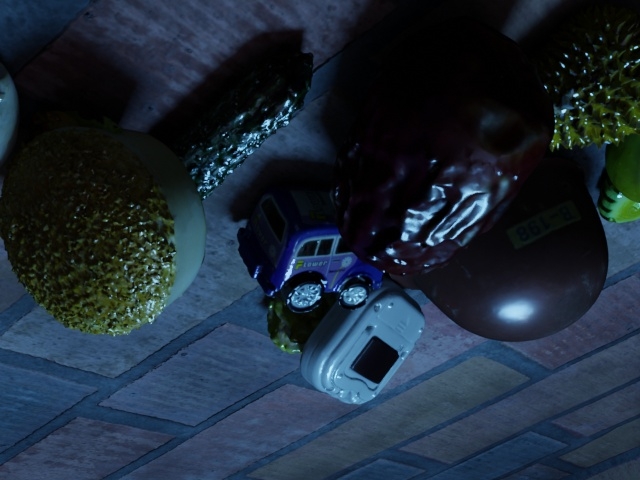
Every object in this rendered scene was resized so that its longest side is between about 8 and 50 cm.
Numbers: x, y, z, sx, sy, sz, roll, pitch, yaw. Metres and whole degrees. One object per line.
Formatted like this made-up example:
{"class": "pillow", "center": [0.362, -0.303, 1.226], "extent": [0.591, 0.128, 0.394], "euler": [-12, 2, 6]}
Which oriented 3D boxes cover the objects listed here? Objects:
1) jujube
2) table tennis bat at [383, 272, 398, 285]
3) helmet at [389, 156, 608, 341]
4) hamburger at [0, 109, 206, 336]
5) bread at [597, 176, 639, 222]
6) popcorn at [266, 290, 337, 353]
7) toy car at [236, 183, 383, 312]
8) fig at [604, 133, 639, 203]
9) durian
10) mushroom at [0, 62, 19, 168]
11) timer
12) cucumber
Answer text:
{"class": "jujube", "center": [0.156, -0.115, 1.122], "extent": [0.259, 0.258, 0.376], "euler": [-2, 141, -19]}
{"class": "table tennis bat", "center": [0.102, 0.146, 1.610], "extent": [0.108, 0.119, 0.170], "euler": [-1, 142, -16]}
{"class": "helmet", "center": [0.340, 0.057, 1.425], "extent": [0.385, 0.230, 0.337], "euler": [-20, 152, -17]}
{"class": "hamburger", "center": [-0.292, -0.016, 1.077], "extent": [0.179, 0.294, 0.276], "euler": [-21, 147, -54]}
{"class": "bread", "center": [0.558, -0.091, 1.483], "extent": [0.130, 0.071, 0.139], "euler": [-9, 144, -14]}
{"class": "popcorn", "center": [-0.033, 0.146, 1.557], "extent": [0.145, 0.125, 0.126], "euler": [-18, 157, 25]}
{"class": "toy car", "center": [0.000, 0.000, 1.329], "extent": [0.235, 0.172, 0.158], "euler": [1, 129, -30]}
{"class": "fig", "center": [0.532, -0.152, 1.289], "extent": [0.181, 0.181, 0.191], "euler": [-20, 138, 7]}
{"class": "durian", "center": [0.373, -0.212, 1.151], "extent": [0.250, 0.183, 0.138], "euler": [-45, 168, 30]}
{"class": "mushroom", "center": [-0.484, -0.096, 1.059], "extent": [0.123, 0.095, 0.351], "euler": [33, 123, -28]}
{"class": "timer", "center": [0.086, 0.189, 1.542], "extent": [0.237, 0.087, 0.262], "euler": [-54, 146, -3]}
{"class": "cucumber", "center": [-0.135, -0.131, 1.138], "extent": [0.096, 0.096, 0.359], "euler": [21, 133, -42]}
